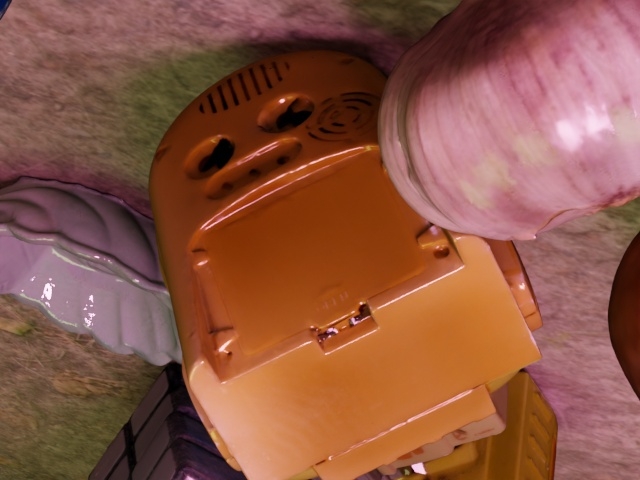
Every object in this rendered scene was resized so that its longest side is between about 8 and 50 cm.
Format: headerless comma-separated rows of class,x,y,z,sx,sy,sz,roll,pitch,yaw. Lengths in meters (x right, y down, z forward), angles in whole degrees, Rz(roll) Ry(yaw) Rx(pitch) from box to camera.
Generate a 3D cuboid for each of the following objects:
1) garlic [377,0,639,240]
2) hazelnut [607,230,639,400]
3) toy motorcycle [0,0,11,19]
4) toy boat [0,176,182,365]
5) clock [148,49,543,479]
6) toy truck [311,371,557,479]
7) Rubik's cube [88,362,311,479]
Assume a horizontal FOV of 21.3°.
garlic,0.128,-0.134,1.009,0.253,0.245,0.245,62,147,2
hazelnut,0.344,0.052,0.961,0.372,0.315,0.372,4,169,1
toy motorcycle,-0.350,-0.229,1.282,0.331,0.125,0.196,-2,141,33
toy boat,-0.230,0.018,1.620,0.290,0.100,0.199,19,151,10
clock,0.000,0.000,1.203,0.244,0.317,0.200,-23,135,2
toy truck,0.072,0.135,1.499,0.254,0.181,0.405,-10,135,28
Rubik's cube,-0.101,0.383,1.764,0.344,0.344,0.337,33,-174,-16
